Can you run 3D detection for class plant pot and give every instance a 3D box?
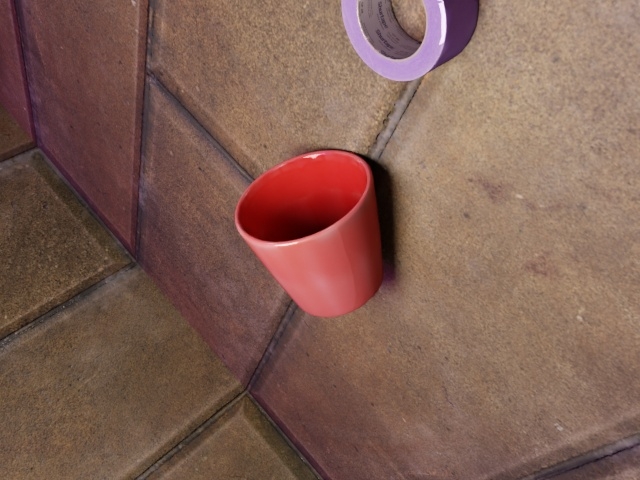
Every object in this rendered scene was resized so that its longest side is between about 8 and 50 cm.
[{"bbox_3d":[0.000,0.000,1.211,0.275,0.275,0.243,21,145,41],"label":"plant pot"}]

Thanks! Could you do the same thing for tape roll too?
[{"bbox_3d":[0.125,-0.333,0.896,0.189,0.080,0.188,33,143,30],"label":"tape roll"}]
